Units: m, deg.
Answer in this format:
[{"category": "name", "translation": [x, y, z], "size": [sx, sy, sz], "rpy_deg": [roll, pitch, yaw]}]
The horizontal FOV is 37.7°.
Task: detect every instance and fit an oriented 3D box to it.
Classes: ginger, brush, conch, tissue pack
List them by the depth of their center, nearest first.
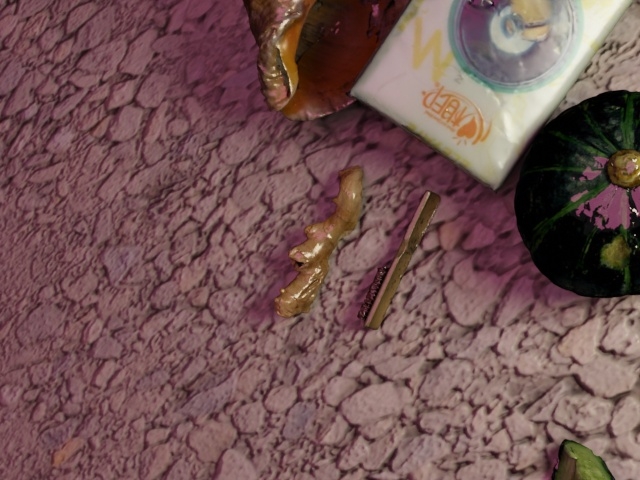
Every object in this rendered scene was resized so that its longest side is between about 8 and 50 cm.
[{"category": "tissue pack", "translation": [0.261, -0.309, 1.435], "size": [0.287, 0.162, 0.388], "rpy_deg": [34, 98, 2]}, {"category": "brush", "translation": [0.126, 0.029, 1.542], "size": [0.036, 0.043, 0.248], "rpy_deg": [26, 92, 31]}, {"category": "conch", "translation": [0.001, -0.380, 1.578], "size": [0.297, 0.210, 0.352], "rpy_deg": [12, 105, 2]}, {"category": "ginger", "translation": [0.000, 0.000, 1.585], "size": [0.089, 0.075, 0.288], "rpy_deg": [25, 91, -17]}]

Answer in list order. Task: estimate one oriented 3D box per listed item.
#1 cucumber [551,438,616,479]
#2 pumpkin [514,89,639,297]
[{"category": "cucumber", "translation": [0.381, 0.402, 1.360], "size": [0.115, 0.086, 0.193], "rpy_deg": [21, 93, 68]}, {"category": "pumpkin", "translation": [0.428, -0.068, 1.326], "size": [0.315, 0.238, 0.315], "rpy_deg": [-6, 75, 22]}]
